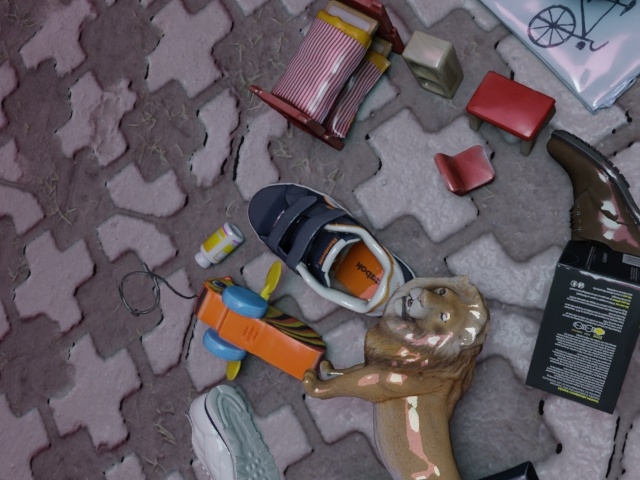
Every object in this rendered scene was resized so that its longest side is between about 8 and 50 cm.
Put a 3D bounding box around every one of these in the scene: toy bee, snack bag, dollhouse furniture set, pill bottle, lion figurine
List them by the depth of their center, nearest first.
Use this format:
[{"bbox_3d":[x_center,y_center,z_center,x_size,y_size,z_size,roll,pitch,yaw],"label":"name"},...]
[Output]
[{"bbox_3d":[0.111,0.246,0.734,0.241,0.142,0.391,-10,80,18],"label":"lion figurine"},{"bbox_3d":[0.401,-0.398,0.824,0.323,0.037,0.342,-41,72,13],"label":"snack bag"},{"bbox_3d":[0.115,-0.199,0.847,0.374,0.152,0.201,33,95,23],"label":"dollhouse furniture set"},{"bbox_3d":[-0.127,0.101,0.918,0.195,0.162,0.298,-43,96,10],"label":"toy bee"},{"bbox_3d":[-0.172,0.010,0.992,0.083,0.043,0.043,-40,70,12],"label":"pill bottle"}]

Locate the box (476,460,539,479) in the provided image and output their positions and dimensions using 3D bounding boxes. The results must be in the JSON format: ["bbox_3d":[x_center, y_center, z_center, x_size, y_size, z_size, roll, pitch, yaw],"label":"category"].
[{"bbox_3d":[0.226,0.389,0.748,0.156,0.093,0.158,-28,72,16],"label":"box"}]

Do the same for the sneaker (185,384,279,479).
[{"bbox_3d":[-0.139,0.348,0.917,0.095,0.090,0.235,-35,67,27],"label":"sneaker"}]

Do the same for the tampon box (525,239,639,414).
[{"bbox_3d":[0.323,0.099,0.709,0.102,0.120,0.160,16,112,24],"label":"tampon box"}]

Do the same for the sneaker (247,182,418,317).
[{"bbox_3d":[0.000,0.000,0.882,0.321,0.127,0.126,32,96,25],"label":"sneaker"}]

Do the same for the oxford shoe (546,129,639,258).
[{"bbox_3d":[0.355,-0.045,0.766,0.096,0.083,0.227,-35,71,16],"label":"oxford shoe"}]
